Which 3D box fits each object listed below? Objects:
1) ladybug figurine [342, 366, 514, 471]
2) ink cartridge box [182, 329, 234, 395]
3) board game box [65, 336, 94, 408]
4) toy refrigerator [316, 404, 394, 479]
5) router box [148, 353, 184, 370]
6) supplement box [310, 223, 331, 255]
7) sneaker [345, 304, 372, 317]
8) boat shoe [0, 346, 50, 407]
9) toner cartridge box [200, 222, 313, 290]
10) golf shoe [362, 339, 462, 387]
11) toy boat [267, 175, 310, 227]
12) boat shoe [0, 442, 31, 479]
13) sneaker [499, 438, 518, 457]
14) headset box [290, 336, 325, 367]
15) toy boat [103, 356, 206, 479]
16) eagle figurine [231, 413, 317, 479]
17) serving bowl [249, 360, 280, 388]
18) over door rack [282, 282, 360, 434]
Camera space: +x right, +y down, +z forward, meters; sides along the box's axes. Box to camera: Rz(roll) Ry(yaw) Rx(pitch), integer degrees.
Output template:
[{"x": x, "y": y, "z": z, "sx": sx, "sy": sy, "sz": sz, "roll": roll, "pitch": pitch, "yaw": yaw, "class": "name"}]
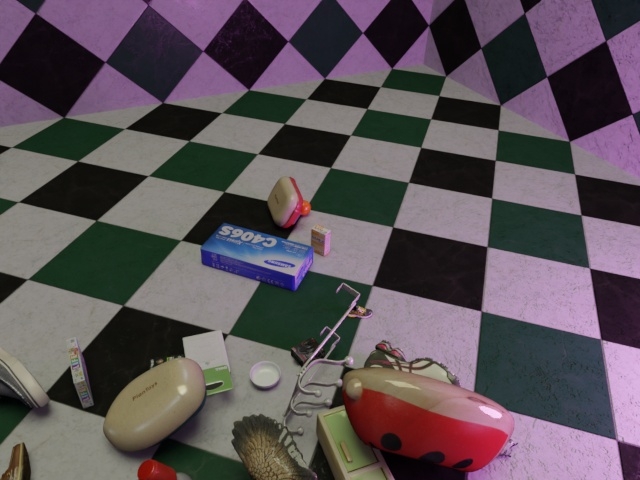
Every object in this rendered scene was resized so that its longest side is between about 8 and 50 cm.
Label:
[{"x": 0.229, "y": 0.400, "z": 1.152, "sx": 0.449, "sy": 0.305, "sz": 0.162, "roll": 24, "pitch": 67, "yaw": -25, "class": "ladybug figurine"}, {"x": -0.299, "y": 0.342, "z": 1.394, "sx": 0.109, "sy": 0.062, "sz": 0.209, "roll": -9, "pitch": 39, "yaw": -16, "class": "ink cartridge box"}, {"x": -0.620, "y": 0.339, "z": 1.345, "sx": 0.026, "sy": 0.103, "sz": 0.154, "roll": -16, "pitch": 41, "yaw": -23, "class": "board game box"}, {"x": 0.084, "y": 0.506, "z": 1.178, "sx": 0.102, "sy": 0.094, "sz": 0.269, "roll": -11, "pitch": 40, "yaw": -18, "class": "toy refrigerator"}, {"x": -0.406, "y": 0.362, "z": 1.381, "sx": 0.092, "sy": 0.038, "sz": 0.122, "roll": -5, "pitch": 38, "yaw": -12, "class": "router box"}, {"x": 0.000, "y": 0.000, "z": 1.835, "sx": 0.062, "sy": 0.098, "sz": 0.036, "roll": 23, "pitch": 42, "yaw": 25, "class": "supplement box"}, {"x": 0.120, "y": 0.218, "z": 1.608, "sx": 0.083, "sy": 0.035, "sz": 0.031, "roll": -1, "pitch": 38, "yaw": -5, "class": "sneaker"}, {"x": -0.830, "y": 0.361, "z": 1.304, "sx": 0.341, "sy": 0.127, "sz": 0.158, "roll": 19, "pitch": 46, "yaw": 33, "class": "boat shoe"}, {"x": -0.214, "y": 0.050, "z": 1.774, "sx": 0.348, "sy": 0.075, "sz": 0.165, "roll": 15, "pitch": 40, "yaw": 15, "class": "toner cartridge box"}, {"x": 0.234, "y": 0.362, "z": 1.363, "sx": 0.273, "sy": 0.105, "sz": 0.120, "roll": 12, "pitch": 41, "yaw": 42, "class": "golf shoe"}, {"x": -0.106, "y": -0.142, "z": 2.010, "sx": 0.151, "sy": 0.151, "sz": 0.231, "roll": 19, "pitch": 28, "yaw": -31, "class": "toy boat"}, {"x": -0.668, "y": 0.522, "z": 1.132, "sx": 0.060, "sy": 0.064, "sz": 0.178, "roll": -9, "pitch": 41, "yaw": -18, "class": "boat shoe"}, {"x": 0.449, "y": 0.485, "z": 1.281, "sx": 0.069, "sy": 0.038, "sz": 0.098, "roll": 9, "pitch": 47, "yaw": 6, "class": "sneaker"}, {"x": -0.039, "y": 0.317, "z": 1.469, "sx": 0.083, "sy": 0.032, "sz": 0.062, "roll": -22, "pitch": 44, "yaw": -31, "class": "headset box"}, {"x": -0.365, "y": 0.440, "z": 1.200, "sx": 0.267, "sy": 0.148, "sz": 0.318, "roll": -30, "pitch": 41, "yaw": 2, "class": "toy boat"}, {"x": -0.102, "y": 0.527, "z": 1.038, "sx": 0.225, "sy": 0.298, "sz": 0.226, "roll": -41, "pitch": 4, "yaw": 4, "class": "eagle figurine"}, {"x": -0.148, "y": 0.365, "z": 1.403, "sx": 0.083, "sy": 0.027, "sz": 0.083, "roll": 2, "pitch": 38, "yaw": -1, "class": "serving bowl"}, {"x": 0.020, "y": 0.300, "z": 1.303, "sx": 0.108, "sy": 0.239, "sz": 0.324, "roll": 24, "pitch": 47, "yaw": 5, "class": "over door rack"}]
